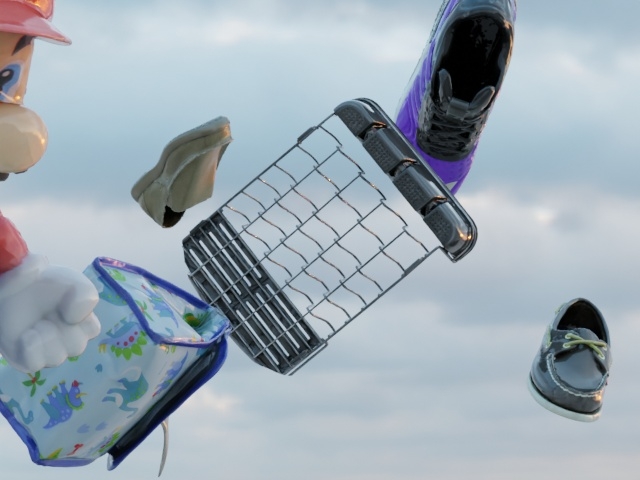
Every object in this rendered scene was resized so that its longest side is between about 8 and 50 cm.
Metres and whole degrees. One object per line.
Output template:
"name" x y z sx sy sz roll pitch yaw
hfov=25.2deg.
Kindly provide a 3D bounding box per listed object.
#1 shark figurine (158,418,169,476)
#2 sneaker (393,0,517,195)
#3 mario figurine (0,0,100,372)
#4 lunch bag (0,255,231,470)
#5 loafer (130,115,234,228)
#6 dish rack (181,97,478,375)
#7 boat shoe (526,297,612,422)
"shark figurine" -0.268 0.191 1.906 0.278 0.116 0.166 29 36 26
"sneaker" 0.147 -0.156 1.622 0.102 0.293 0.146 13 25 -4
"mario figurine" -0.186 0.002 0.663 0.170 0.320 0.198 17 17 -3
"lunch bag" -0.139 0.091 1.004 0.129 0.096 0.151 -43 -19 9
"loafer" -0.108 -0.056 1.192 0.056 0.050 0.148 -30 -5 -35
"dish rack" 0.000 0.000 1.495 0.271 0.208 0.074 -40 -13 8
"boat shoe" 0.264 0.121 1.499 0.081 0.068 0.228 20 17 2
